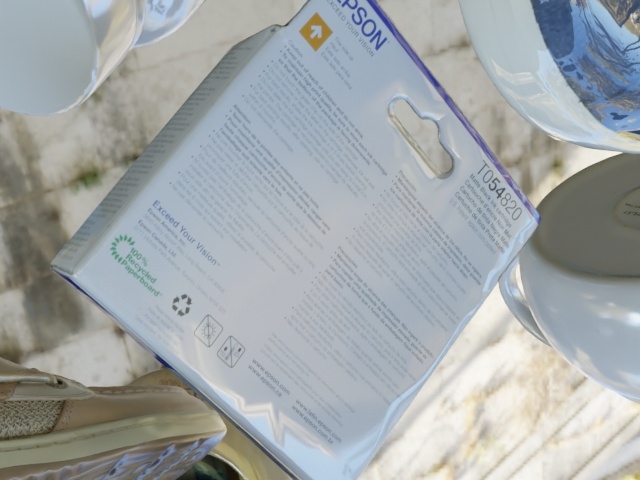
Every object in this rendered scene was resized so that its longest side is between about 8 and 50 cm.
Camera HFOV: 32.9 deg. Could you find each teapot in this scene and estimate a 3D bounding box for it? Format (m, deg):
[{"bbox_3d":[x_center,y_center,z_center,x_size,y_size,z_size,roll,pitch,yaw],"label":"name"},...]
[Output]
[{"bbox_3d":[0.287,0.048,0.878,0.253,0.187,0.256,-18,-152,6],"label":"teapot"}]

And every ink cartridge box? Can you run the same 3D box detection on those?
[{"bbox_3d":[0.000,0.000,0.615,0.224,0.223,0.045,-51,-150,-15],"label":"ink cartridge box"}]

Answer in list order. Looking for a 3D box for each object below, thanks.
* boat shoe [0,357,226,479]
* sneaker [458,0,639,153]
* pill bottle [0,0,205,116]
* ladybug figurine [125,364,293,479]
[{"bbox_3d":[-0.183,0.106,0.589,0.341,0.121,0.110,5,-134,-58],"label":"boat shoe"},{"bbox_3d":[0.196,-0.098,0.388,0.350,0.131,0.148,-4,180,-43],"label":"sneaker"},{"bbox_3d":[-0.133,-0.263,0.749,0.204,0.204,0.361,11,-130,25],"label":"pill bottle"},{"bbox_3d":[-0.164,0.369,1.383,0.305,0.449,0.162,-1,179,0],"label":"ladybug figurine"}]
